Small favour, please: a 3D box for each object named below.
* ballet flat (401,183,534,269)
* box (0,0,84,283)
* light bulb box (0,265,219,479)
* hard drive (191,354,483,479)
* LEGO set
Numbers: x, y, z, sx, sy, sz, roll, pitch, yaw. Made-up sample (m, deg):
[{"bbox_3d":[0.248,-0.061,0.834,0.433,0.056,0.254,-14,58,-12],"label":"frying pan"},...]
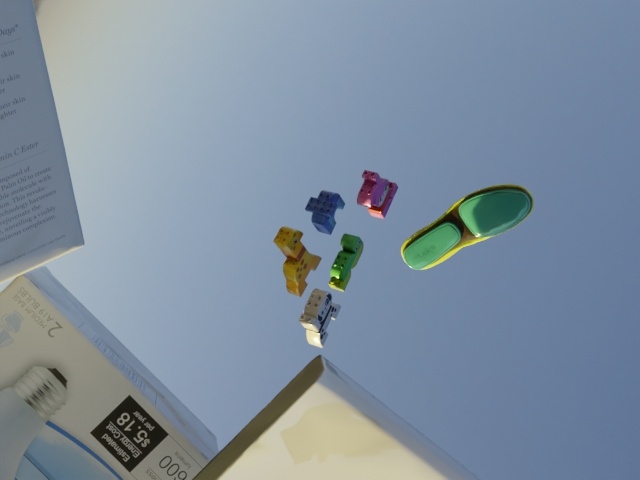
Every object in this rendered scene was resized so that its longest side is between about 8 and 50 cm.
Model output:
[{"bbox_3d":[0.225,-0.029,1.483,0.231,0.077,0.077,-30,-172,27],"label":"ballet flat"},{"bbox_3d":[-0.370,-0.126,0.848,0.215,0.345,0.168,-28,-140,-34],"label":"box"},{"bbox_3d":[-0.377,0.283,1.239,0.361,0.358,0.225,-45,-175,-6],"label":"light bulb box"},{"bbox_3d":[0.049,0.309,1.060,0.233,0.353,0.047,-46,-159,11],"label":"hard drive"},{"bbox_3d":[0.000,0.000,1.155,0.087,0.093,0.227,16,-110,28],"label":"LEGO set"}]
